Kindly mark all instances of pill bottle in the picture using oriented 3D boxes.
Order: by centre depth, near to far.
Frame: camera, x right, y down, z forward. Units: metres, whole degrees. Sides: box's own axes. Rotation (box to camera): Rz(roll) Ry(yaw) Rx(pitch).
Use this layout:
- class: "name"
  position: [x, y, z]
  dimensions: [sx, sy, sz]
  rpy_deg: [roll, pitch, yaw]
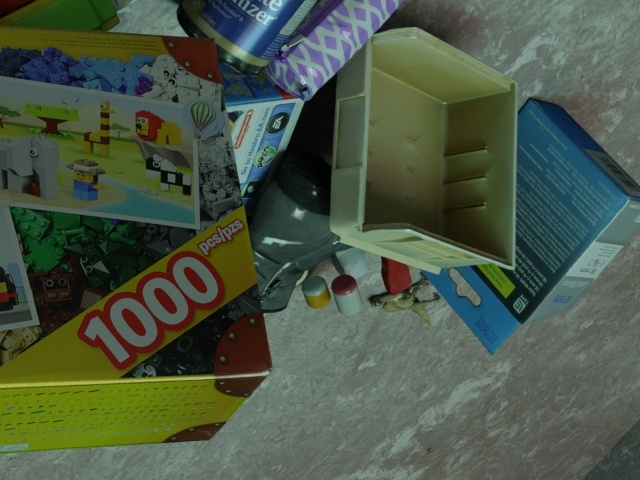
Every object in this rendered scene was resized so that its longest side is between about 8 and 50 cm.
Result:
- class: "pill bottle"
  position: [-0.054, -0.304, 1.578]
  dimensions: [0.123, 0.123, 0.219]
  rpy_deg: [14, 121, -52]

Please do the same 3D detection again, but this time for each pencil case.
- class: "pencil case"
  position: [0.015, -0.263, 1.698]
  dimensions: [0.206, 0.086, 0.088]
  rpy_deg: [-48, 142, -16]

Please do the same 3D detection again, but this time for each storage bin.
- class: "storage bin"
  position: [0.135, -0.110, 1.814]
  dimensions: [0.123, 0.262, 0.260]
  rpy_deg: [-7, 163, 38]

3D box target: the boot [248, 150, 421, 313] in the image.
- class: "boot"
  position: [0.000, 0.000, 1.915]
  dimensions: [0.338, 0.118, 0.222]
  rpy_deg: [12, 122, -48]

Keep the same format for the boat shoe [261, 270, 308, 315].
- class: "boat shoe"
  position: [-0.086, 0.071, 2.092]
  dimensions: [0.152, 0.056, 0.049]
  rpy_deg: [-43, 144, -10]

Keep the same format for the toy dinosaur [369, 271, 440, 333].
- class: "toy dinosaur"
  position: [0.154, 0.102, 2.382]
  dimensions: [0.093, 0.053, 0.183]
  rpy_deg: [-36, 144, 27]

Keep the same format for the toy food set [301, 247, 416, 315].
- class: "toy food set"
  position: [0.076, 0.020, 2.134]
  dimensions: [0.232, 0.111, 0.104]
  rpy_deg: [-29, 135, -12]

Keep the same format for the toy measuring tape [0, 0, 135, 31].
- class: "toy measuring tape"
  position: [-0.232, -0.248, 1.465]
  dimensions: [0.330, 0.121, 0.121]
  rpy_deg: [-29, 147, -8]

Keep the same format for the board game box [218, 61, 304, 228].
- class: "board game box"
  position: [-0.203, -0.074, 1.756]
  dimensions: [0.302, 0.086, 0.308]
  rpy_deg: [-10, 139, -36]

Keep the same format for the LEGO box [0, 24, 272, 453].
- class: "LEGO box"
  position: [-0.333, -0.002, 1.312]
  dimensions: [0.500, 0.372, 0.193]
  rpy_deg: [-1, 154, -24]

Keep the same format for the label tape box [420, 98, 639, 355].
- class: "label tape box"
  position: [0.329, -0.017, 2.210]
  dimensions: [0.106, 0.240, 0.333]
  rpy_deg: [6, 129, -50]
